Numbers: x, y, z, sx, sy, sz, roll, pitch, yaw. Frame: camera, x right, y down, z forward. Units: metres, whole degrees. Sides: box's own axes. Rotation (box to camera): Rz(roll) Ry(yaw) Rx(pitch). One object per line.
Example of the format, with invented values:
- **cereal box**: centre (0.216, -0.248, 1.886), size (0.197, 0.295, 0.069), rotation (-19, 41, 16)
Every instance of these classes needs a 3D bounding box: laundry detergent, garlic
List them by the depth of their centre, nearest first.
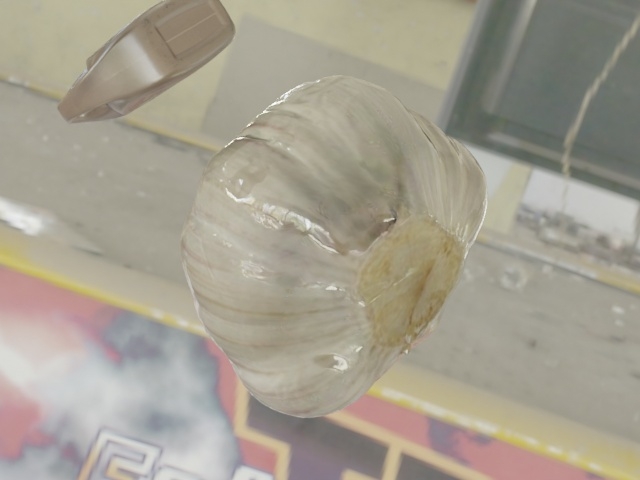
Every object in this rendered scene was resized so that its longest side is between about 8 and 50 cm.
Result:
- **garlic**: centre (0.000, 0.000, 1.190), size (0.317, 0.317, 0.259), rotation (9, 17, -37)
- **laundry detergent**: centre (-0.209, -0.170, 1.296), size (0.237, 0.076, 0.171), rotation (-22, 14, 50)
